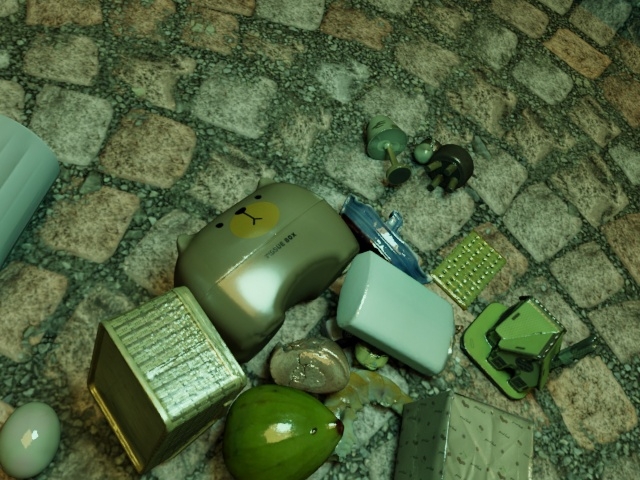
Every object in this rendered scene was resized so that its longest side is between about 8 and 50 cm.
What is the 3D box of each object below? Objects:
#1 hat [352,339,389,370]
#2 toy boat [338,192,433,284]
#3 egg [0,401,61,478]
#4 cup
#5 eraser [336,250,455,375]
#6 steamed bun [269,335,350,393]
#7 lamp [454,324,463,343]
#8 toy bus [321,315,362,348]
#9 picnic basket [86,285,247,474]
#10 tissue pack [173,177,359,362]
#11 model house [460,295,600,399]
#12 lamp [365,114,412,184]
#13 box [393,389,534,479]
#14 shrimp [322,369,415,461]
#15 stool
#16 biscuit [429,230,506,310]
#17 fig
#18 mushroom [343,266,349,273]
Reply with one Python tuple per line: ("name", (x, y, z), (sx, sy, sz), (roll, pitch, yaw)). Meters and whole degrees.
("hat", (0.114, 0.271, 1.316), (0.077, 0.059, 0.076), (18, 8, -45))
("toy boat", (0.171, -0.003, 1.453), (0.142, 0.129, 0.309), (-39, 79, -17))
("egg", (-0.527, 0.360, 1.028), (0.103, 0.103, 0.135), (8, 58, -14))
("cup", (-0.752, -0.074, 1.150), (0.323, 0.236, 0.326), (4, 55, 18))
("eraser", (0.181, 0.172, 1.308), (0.290, 0.104, 0.189), (33, 62, -27))
("steamed bun", (-0.024, 0.259, 1.225), (0.175, 0.145, 0.106), (5, 95, -1))
("lamp", (0.315, 0.220, 1.434), (0.083, 0.031, 0.063), (32, 55, 7))
("toy bus", (0.084, 0.205, 1.351), (0.172, 0.057, 0.072), (-15, 63, -27))
("picnic basket", (-0.290, 0.259, 1.049), (0.175, 0.312, 0.228), (-26, 70, -39))
("tissue pack", (-0.131, 0.054, 1.238), (0.277, 0.267, 0.387), (44, 58, 10))
("model house", (0.514, 0.220, 1.354), (0.218, 0.278, 0.205), (45, 56, 9))
("lamp", (0.195, -0.260, 1.614), (0.121, 0.121, 0.214), (1, 49, -18))
("box", (0.286, 0.488, 1.151), (0.225, 0.190, 0.297), (25, 55, -16))
("shrimp", (0.107, 0.380, 1.263), (0.287, 0.068, 0.185), (1, 65, -29))
("stool", (0.349, -0.222, 1.649), (0.217, 0.125, 0.121), (39, 58, 18))
("biscuit", (0.410, 0.077, 1.557), (0.139, 0.016, 0.231), (45, 57, 11))
("fig", (-0.069, 0.375, 1.101), (0.225, 0.203, 0.202), (-16, 61, 15))
("mushroom", (0.000, 0.000, 1.438), (0.071, 0.084, 0.209), (-35, 79, 13))
